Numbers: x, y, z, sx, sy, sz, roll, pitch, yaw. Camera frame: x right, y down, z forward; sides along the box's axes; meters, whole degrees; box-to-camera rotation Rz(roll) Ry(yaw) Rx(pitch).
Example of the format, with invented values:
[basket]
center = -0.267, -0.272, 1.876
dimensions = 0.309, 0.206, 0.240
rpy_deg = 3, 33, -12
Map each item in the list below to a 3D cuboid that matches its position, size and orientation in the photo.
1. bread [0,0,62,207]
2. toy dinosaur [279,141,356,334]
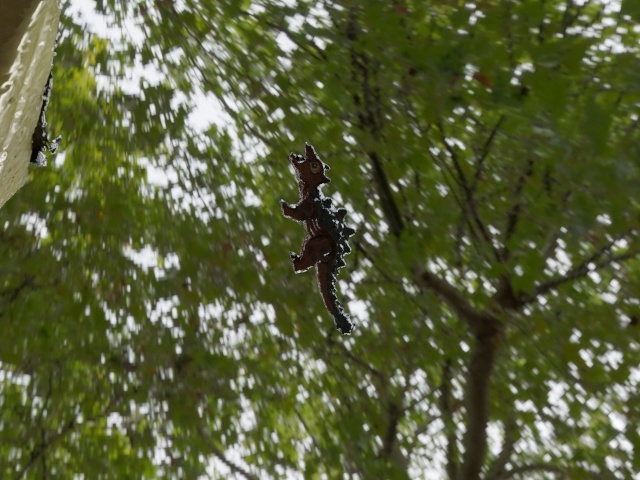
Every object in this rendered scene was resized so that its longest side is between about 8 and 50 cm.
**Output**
[bread]
center = -0.334, -0.167, 0.890
dimensions = 0.345, 0.242, 0.405
rpy_deg = 28, -55, -1
[toy dinosaur]
center = 0.000, 0.000, 0.987
dimensions = 0.055, 0.049, 0.154
rpy_deg = -14, -86, -5
